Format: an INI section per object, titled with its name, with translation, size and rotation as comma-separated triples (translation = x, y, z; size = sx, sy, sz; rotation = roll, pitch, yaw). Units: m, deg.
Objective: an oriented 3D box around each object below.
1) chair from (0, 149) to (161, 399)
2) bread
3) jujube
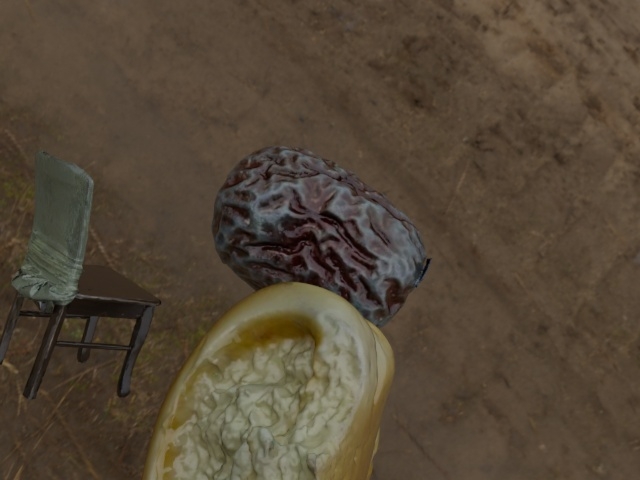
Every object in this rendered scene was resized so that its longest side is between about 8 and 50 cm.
[chair]
translation = -0.336, 0.050, 1.136
size = 0.186, 0.160, 0.319
rotation = 10, 100, -45
[bread]
translation = -0.038, 0.268, 0.937
size = 0.245, 0.329, 0.424
rotation = 26, 73, -30
[jujube]
translation = 0.000, 0.000, 1.180
size = 0.317, 0.226, 0.226
rotation = 28, 49, 7
